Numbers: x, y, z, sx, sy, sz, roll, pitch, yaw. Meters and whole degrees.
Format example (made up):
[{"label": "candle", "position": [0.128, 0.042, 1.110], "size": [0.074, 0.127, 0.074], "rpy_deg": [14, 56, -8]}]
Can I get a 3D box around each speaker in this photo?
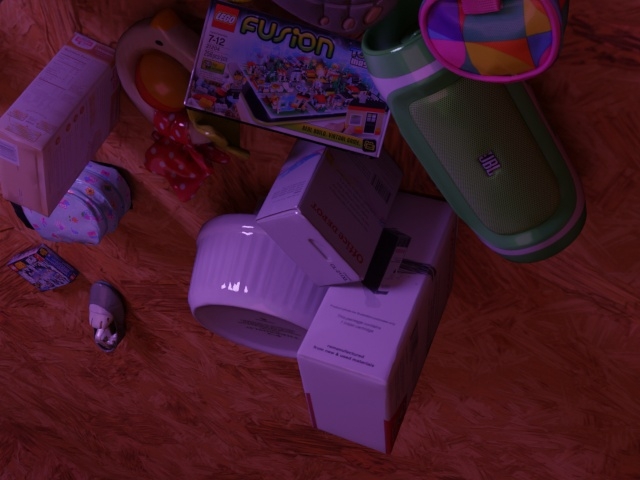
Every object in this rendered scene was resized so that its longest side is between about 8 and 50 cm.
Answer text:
[{"label": "speaker", "position": [0.163, -0.110, 0.755], "size": [0.131, 0.131, 0.296], "rpy_deg": [-10, 133, 39]}]

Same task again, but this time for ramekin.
[{"label": "ramekin", "position": [-0.068, 0.079, 1.091], "size": [0.273, 0.127, 0.273], "rpy_deg": [13, 156, 6]}]

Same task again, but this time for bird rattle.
[{"label": "bird rattle", "position": [-0.160, -0.175, 0.907], "size": [0.207, 0.143, 0.253], "rpy_deg": [51, 151, -17]}]

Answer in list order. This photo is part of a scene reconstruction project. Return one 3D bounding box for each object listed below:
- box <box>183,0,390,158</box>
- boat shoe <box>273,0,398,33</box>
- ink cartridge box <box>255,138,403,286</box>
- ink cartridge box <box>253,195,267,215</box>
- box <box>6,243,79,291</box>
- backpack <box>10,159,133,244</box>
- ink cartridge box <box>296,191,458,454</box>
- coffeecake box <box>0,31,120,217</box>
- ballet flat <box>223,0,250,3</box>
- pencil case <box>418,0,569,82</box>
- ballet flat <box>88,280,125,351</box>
[{"label": "box", "position": [-0.026, -0.165, 0.772], "size": [0.207, 0.114, 0.036], "rpy_deg": [14, -177, -7]}, {"label": "boat shoe", "position": [-0.072, -0.299, 0.632], "size": [0.324, 0.116, 0.123], "rpy_deg": [26, 151, -22]}, {"label": "ink cartridge box", "position": [0.015, -0.052, 0.874], "size": [0.072, 0.175, 0.127], "rpy_deg": [-13, 131, 41]}, {"label": "ink cartridge box", "position": [0.000, 0.000, 1.087], "size": [0.145, 0.045, 0.179], "rpy_deg": [7, 159, 22]}, {"label": "box", "position": [-0.555, 0.057, 1.487], "size": [0.137, 0.027, 0.094], "rpy_deg": [-16, 128, 44]}, {"label": "backpack", "position": [-0.385, -0.062, 1.154], "size": [0.182, 0.115, 0.152], "rpy_deg": [8, 140, 18]}, {"label": "ink cartridge box", "position": [0.082, 0.098, 0.952], "size": [0.114, 0.273, 0.197], "rpy_deg": [16, 145, 18]}, {"label": "coffeecake box", "position": [-0.328, -0.146, 0.944], "size": [0.068, 0.185, 0.142], "rpy_deg": [24, 145, -1]}, {"label": "ballet flat", "position": [-0.136, -0.321, 0.704], "size": [0.077, 0.077, 0.231], "rpy_deg": [9, 146, 44]}, {"label": "pencil case", "position": [0.143, -0.225, 0.531], "size": [0.104, 0.236, 0.104], "rpy_deg": [15, 153, 8]}, {"label": "ballet flat", "position": [-0.441, 0.166, 1.527], "size": [0.072, 0.068, 0.213], "rpy_deg": [19, 145, 7]}]
